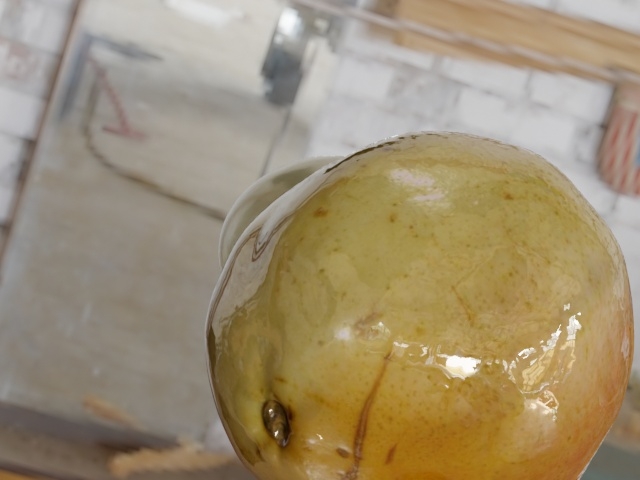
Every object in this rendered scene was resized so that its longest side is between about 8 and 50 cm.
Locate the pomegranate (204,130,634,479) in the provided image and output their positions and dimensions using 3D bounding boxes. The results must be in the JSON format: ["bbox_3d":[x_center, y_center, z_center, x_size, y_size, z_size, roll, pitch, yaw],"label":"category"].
[{"bbox_3d":[0.077,0.067,1.265,0.319,0.319,0.319,18,11,-4],"label":"pomegranate"}]

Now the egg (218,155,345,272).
[{"bbox_3d":[0.000,0.000,1.612,0.151,0.151,0.209,25,32,29],"label":"egg"}]
